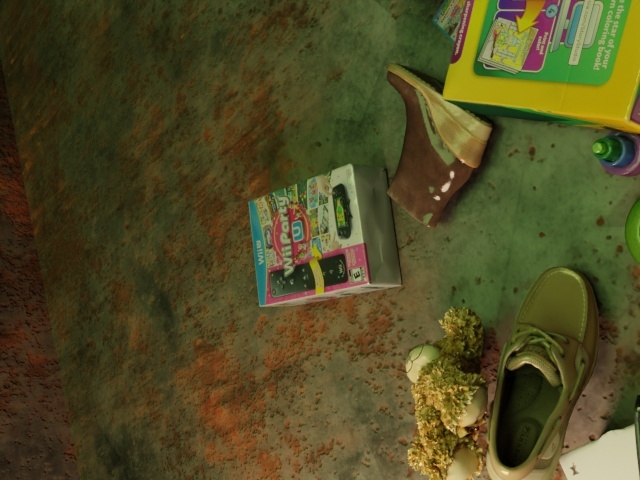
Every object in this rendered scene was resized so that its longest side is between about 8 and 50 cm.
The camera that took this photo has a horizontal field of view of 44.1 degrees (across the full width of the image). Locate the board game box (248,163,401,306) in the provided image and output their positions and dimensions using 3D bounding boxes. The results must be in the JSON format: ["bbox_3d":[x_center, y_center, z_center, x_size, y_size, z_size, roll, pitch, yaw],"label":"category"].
[{"bbox_3d":[0.000,0.000,1.517,0.303,0.097,0.224,-16,77,46],"label":"board game box"}]

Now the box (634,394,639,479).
[{"bbox_3d":[0.549,0.324,0.829,0.395,0.097,0.318,-4,89,21],"label":"box"}]

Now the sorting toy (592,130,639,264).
[{"bbox_3d":[0.445,0.009,1.027,0.127,0.126,0.365,-38,64,40],"label":"sorting toy"}]

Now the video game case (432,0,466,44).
[{"bbox_3d":[0.265,-0.364,1.300,0.166,0.015,0.119,55,127,31],"label":"video game case"}]

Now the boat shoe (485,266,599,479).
[{"bbox_3d":[0.308,0.174,1.085,0.122,0.110,0.341,8,62,24],"label":"boat shoe"}]

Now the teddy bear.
[{"bbox_3d":[0.180,0.226,1.162,0.113,0.338,0.245,5,119,5],"label":"teddy bear"}]

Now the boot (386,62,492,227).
[{"bbox_3d":[0.159,-0.168,1.353,0.248,0.090,0.207,46,119,32],"label":"boot"}]

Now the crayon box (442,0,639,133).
[{"bbox_3d":[0.359,-0.348,1.105,0.313,0.106,0.363,19,97,47],"label":"crayon box"}]

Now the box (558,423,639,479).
[{"bbox_3d":[0.444,0.327,1.028,0.181,0.119,0.182,-40,62,39],"label":"box"}]
